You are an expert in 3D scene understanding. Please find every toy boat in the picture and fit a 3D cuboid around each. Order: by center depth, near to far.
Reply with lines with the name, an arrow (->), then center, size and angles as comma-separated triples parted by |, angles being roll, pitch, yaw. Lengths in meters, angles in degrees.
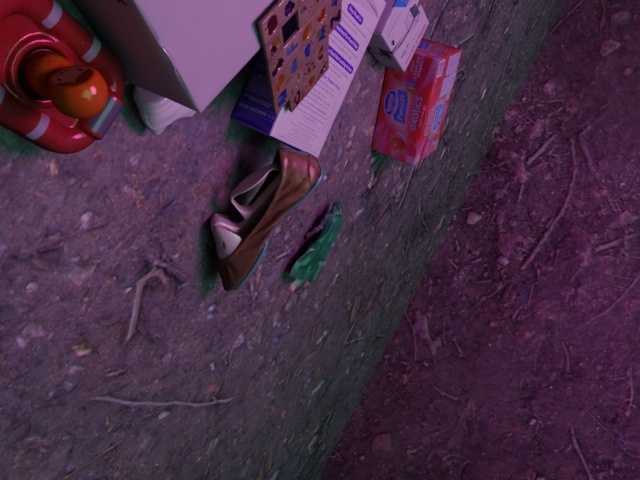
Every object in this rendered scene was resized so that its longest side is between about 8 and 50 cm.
toy boat -> -0.298, -0.181, 0.577 | 0.150, 0.151, 0.231 | -60, 154, -5

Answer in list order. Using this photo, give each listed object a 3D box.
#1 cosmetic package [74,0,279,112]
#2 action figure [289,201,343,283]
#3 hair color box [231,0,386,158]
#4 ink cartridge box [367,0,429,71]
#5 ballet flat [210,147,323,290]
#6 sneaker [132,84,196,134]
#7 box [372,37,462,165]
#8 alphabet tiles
cosmetic package -> -0.132, -0.376, 0.690 | 0.365, 0.155, 0.197 | -52, 154, -19
action figure -> 0.000, 0.000, 1.405 | 0.232, 0.064, 0.137 | -60, 153, 4
hair color box -> -0.017, -0.346, 0.988 | 0.185, 0.110, 0.338 | 11, 107, -62
ink cartridge box -> 0.168, -0.503, 1.208 | 0.139, 0.082, 0.191 | -64, 153, 4
ballet flat -> -0.137, -0.047, 1.030 | 0.124, 0.116, 0.342 | 26, 115, -34
sneaker -> -0.195, -0.244, 0.814 | 0.212, 0.080, 0.094 | -41, 160, -24
box -> 0.260, -0.380, 1.424 | 0.154, 0.142, 0.299 | -36, 144, -43
alphabet tiles -> -0.022, -0.315, 0.818 | 0.198, 0.009, 0.237 | -54, 167, -18
